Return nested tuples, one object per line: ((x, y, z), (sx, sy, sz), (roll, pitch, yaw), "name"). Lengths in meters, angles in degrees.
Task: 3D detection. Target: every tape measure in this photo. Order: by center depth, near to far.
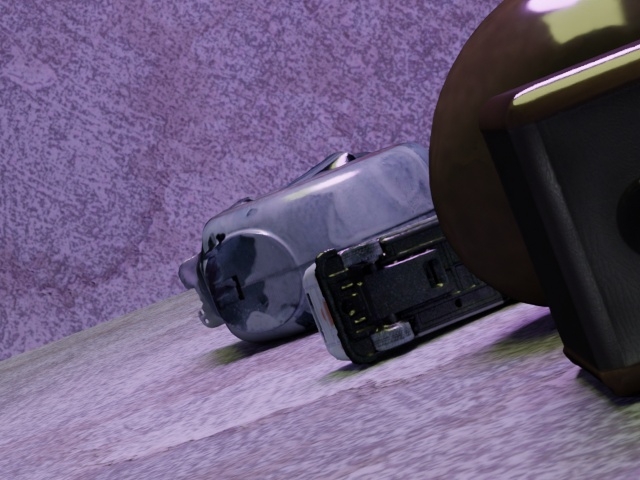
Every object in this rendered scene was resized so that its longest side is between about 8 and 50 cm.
((0.000, 0.000, 1.887), (0.275, 0.147, 0.256), (-22, 3, -6), "tape measure")

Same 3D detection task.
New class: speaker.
((0.212, -0.038, 0.957), (0.231, 0.153, 0.192), (-21, 4, 0), "speaker")

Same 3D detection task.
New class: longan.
((0.191, -0.069, 1.261), (0.246, 0.215, 0.246), (-11, -38, -9), "longan")

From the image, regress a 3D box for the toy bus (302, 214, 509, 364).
((0.081, 0.025, 1.439), (0.194, 0.087, 0.089), (-21, -1, -21), "toy bus")
